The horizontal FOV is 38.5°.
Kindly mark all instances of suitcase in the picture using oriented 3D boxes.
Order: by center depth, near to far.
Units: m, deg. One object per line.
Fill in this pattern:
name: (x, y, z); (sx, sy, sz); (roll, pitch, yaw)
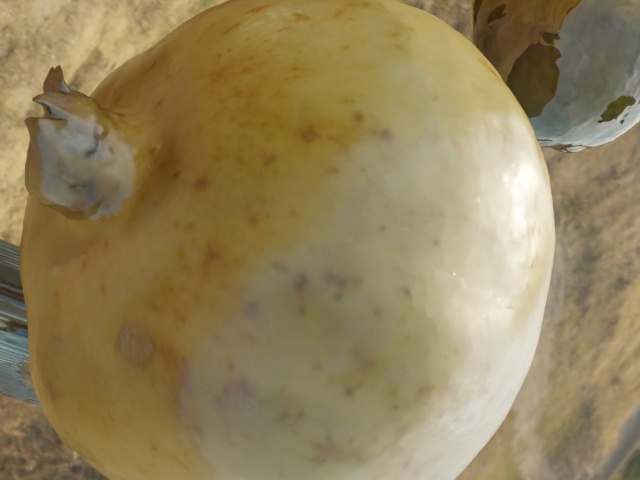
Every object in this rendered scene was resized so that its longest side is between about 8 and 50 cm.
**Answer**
suitcase: (-0.413, 0.081, 1.074); (0.202, 0.312, 0.128); (119, -10, -57)

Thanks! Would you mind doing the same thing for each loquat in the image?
loquat: (0.203, -0.174, 0.714); (0.179, 0.179, 0.227); (62, 46, -64)

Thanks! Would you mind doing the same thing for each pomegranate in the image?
pomegranate: (-0.036, 0.008, 0.543); (0.342, 0.342, 0.342); (-39, 153, -25)
